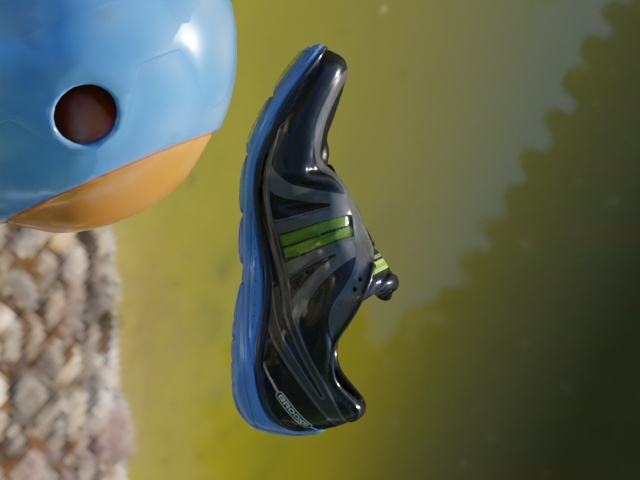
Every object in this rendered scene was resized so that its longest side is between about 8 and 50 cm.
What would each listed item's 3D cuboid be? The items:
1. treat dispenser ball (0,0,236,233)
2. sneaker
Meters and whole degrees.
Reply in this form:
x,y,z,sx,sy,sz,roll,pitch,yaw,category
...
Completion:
x,y,z,sx,sy,sz,roll,pitch,yaw,category
-0.208,-0.148,1.512,0.288,0.288,0.288,-27,134,-32,treat dispenser ball
0.000,0.000,0.934,0.067,0.078,0.188,-37,130,-81,sneaker
